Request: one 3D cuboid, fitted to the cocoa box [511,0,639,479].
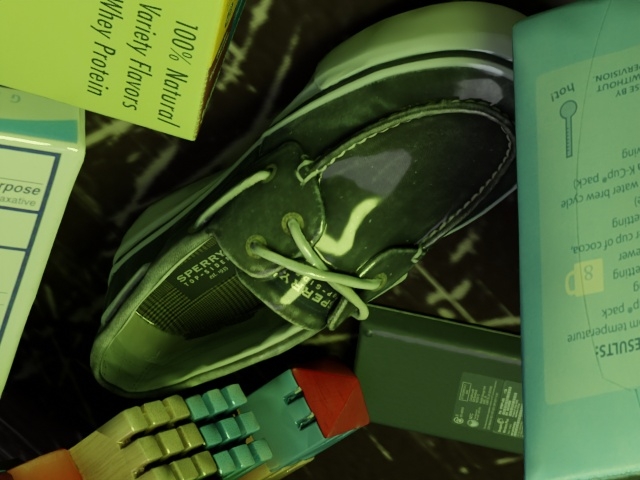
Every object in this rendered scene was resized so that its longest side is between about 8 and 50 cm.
[{"bbox_3d":[0.280,0.003,0.794,0.347,0.231,0.228,-15,151,31],"label":"cocoa box"}]

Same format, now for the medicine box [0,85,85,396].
[{"bbox_3d":[-0.278,-0.031,0.983,0.263,0.149,0.289,8,140,-17],"label":"medicine box"}]

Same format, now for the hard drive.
[{"bbox_3d":[0.086,0.087,1.145,0.135,0.022,0.094,12,139,4],"label":"hard drive"}]

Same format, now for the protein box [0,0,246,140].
[{"bbox_3d":[-0.120,-0.181,0.825,0.201,0.136,0.200,16,138,0],"label":"protein box"}]

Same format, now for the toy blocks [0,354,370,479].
[{"bbox_3d":[-0.128,0.176,1.088,0.261,0.381,0.190,-35,76,35],"label":"toy blocks"}]

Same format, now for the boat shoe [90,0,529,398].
[{"bbox_3d":[0.000,0.000,1.002,0.121,0.119,0.335,35,135,-21],"label":"boat shoe"}]
